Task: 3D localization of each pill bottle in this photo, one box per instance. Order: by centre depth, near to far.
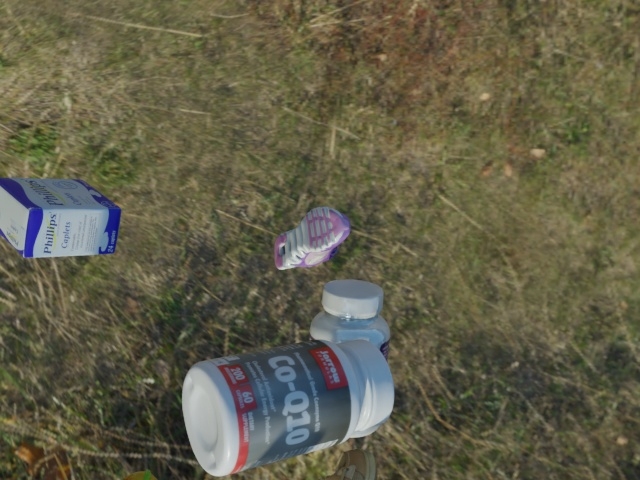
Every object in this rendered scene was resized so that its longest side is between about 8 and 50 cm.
[{"bbox_3d":[-0.043,0.233,1.236,0.283,0.161,0.161,-7,102,-31],"label":"pill bottle"},{"bbox_3d":[0.057,0.241,1.759,0.169,0.169,0.302,-3,107,-26],"label":"pill bottle"}]

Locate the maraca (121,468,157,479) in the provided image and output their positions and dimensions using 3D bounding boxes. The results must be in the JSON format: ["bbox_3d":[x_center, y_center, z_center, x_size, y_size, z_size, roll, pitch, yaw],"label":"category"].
[{"bbox_3d":[-0.342,0.499,1.537,0.099,0.186,0.127,19,114,-8],"label":"maraca"}]

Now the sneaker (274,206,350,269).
[{"bbox_3d":[0.000,0.000,1.792,0.104,0.236,0.095,11,65,-32],"label":"sneaker"}]

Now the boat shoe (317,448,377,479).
[{"bbox_3d":[0.034,0.444,1.445,0.110,0.341,0.122,12,98,-2],"label":"boat shoe"}]

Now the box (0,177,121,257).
[{"bbox_3d":[-0.372,-0.035,1.180,0.137,0.126,0.072,-3,114,-43],"label":"box"}]
